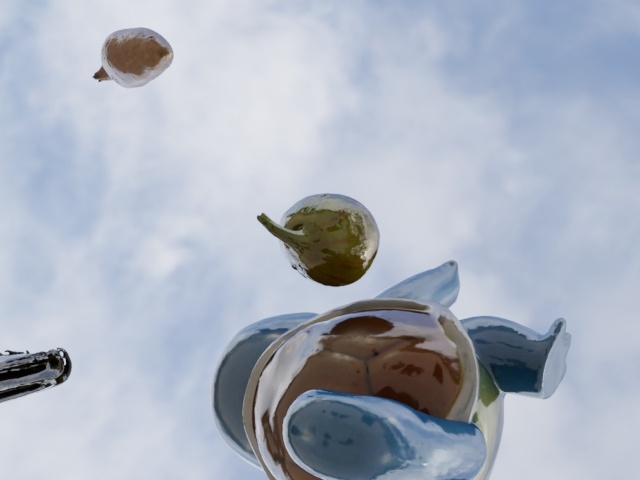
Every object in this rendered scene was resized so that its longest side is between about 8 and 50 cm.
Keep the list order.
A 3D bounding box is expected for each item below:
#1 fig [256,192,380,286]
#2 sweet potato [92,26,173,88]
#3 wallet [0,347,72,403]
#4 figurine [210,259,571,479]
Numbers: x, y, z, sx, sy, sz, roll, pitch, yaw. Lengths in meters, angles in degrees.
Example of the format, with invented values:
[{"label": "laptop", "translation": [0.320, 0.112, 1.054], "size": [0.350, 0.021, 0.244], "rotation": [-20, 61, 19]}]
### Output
[{"label": "fig", "translation": [0.000, 0.000, 1.315], "size": [0.084, 0.098, 0.082], "rotation": [50, -63, 15]}, {"label": "sweet potato", "translation": [-0.174, -0.170, 1.521], "size": [0.058, 0.055, 0.202], "rotation": [61, -13, -10]}, {"label": "wallet", "translation": [-0.353, 0.115, 1.208], "size": [0.317, 0.169, 0.044], "rotation": [-6, -88, 34]}, {"label": "figurine", "translation": [0.053, 0.159, 1.300], "size": [0.416, 0.243, 0.297], "rotation": [-172, -90, -76]}]
